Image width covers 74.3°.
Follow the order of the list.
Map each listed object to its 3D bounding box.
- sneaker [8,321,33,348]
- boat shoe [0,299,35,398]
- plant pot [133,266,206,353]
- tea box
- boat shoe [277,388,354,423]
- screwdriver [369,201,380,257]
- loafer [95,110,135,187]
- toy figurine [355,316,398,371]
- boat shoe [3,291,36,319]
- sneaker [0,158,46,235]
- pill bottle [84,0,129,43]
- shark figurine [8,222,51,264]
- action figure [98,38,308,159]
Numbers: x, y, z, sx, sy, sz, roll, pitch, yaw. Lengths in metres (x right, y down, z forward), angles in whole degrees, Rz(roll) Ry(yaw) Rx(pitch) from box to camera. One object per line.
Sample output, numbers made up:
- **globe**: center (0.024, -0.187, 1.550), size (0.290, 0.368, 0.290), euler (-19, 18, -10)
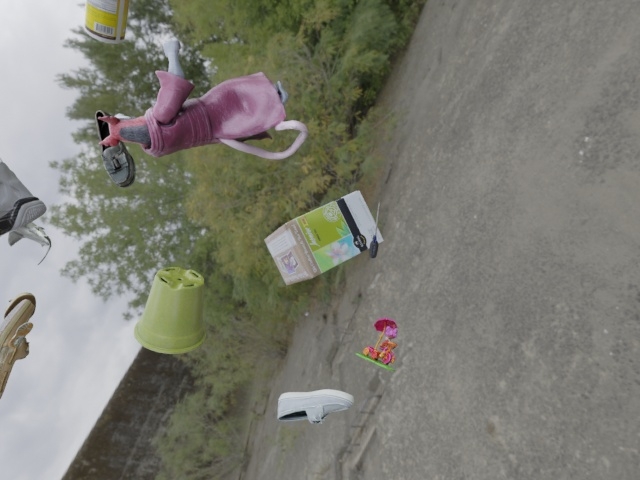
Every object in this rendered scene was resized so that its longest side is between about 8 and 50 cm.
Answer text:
- **sneaker**: center (-0.878, 0.275, 1.237), size (0.083, 0.032, 0.037), euler (-57, 20, -22)
- **boat shoe**: center (-1.080, 0.376, 1.468), size (0.121, 0.110, 0.342), euler (-3, 62, 48)
- **plant pot**: center (-0.564, 0.252, 1.645), size (0.276, 0.275, 0.254), euler (-95, 20, -72)
- **tea box**: center (0.000, 0.000, 1.624), size (0.220, 0.323, 0.329), euler (63, 156, 0)
- **boat shoe**: center (-0.016, 0.463, 1.155), size (0.081, 0.227, 0.079), euler (-81, -30, -42)
- **screwdriver**: center (0.144, -0.026, 1.121), size (0.024, 0.025, 0.170), euler (-37, -46, -45)
- **loafer**: center (-0.679, -0.298, 1.369), size (0.084, 0.096, 0.268), euler (67, -179, -73)
- **toy figurine**: center (0.218, 0.345, 1.448), size (0.173, 0.130, 0.159), euler (3, 69, 65)
- **boat shoe**: center (-1.319, 0.317, 1.832), size (0.285, 0.104, 0.089), euler (-51, 48, 20)
- **sneaker**: center (-0.852, -0.078, 0.986), size (0.210, 0.137, 0.366), euler (64, -156, -20)
- **pill bottle**: center (-0.649, -0.730, 1.289), size (0.117, 0.117, 0.215), euler (-82, 17, -53)
- **shark figurine**: center (-1.017, -0.014, 1.452), size (0.116, 0.278, 0.166), euler (-53, -4, -10)
- **action figure**: center (-0.259, -0.229, 0.872), size (0.370, 0.276, 0.248), euler (-27, -11, -35)
